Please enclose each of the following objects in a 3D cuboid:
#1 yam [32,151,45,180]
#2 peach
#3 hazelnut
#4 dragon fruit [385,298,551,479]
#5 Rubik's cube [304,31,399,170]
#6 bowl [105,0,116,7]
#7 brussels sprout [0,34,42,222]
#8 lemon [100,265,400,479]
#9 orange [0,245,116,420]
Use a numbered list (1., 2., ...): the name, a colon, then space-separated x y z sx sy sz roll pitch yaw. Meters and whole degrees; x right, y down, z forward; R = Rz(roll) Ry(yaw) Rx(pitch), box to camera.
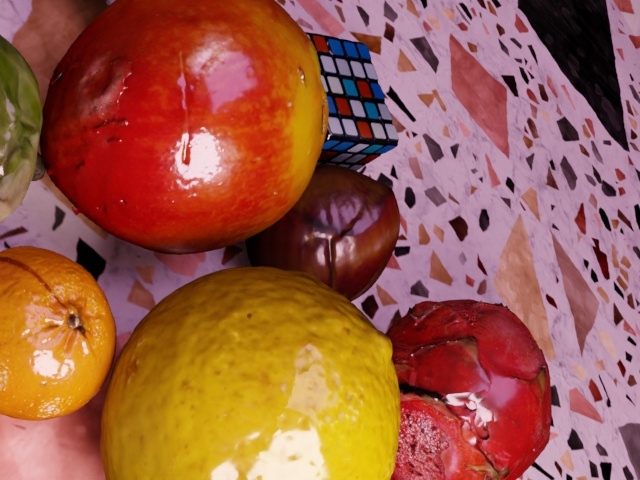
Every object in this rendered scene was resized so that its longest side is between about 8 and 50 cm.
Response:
1. yam: -0.380 -0.094 1.326 0.094 0.043 0.043 0 67 -49
2. peach: -0.174 -0.158 1.378 0.370 0.370 0.370 27 49 -36
3. hazelnut: 0.000 0.000 1.588 0.229 0.229 0.230 27 49 -36
4. dragon fruit: 0.190 0.228 1.582 0.296 0.295 0.302 51 25 -13
5. Rubik's cube: -0.020 -0.193 1.683 0.184 0.187 0.182 -1 68 -47
6. bowl: -0.173 -0.411 1.613 0.345 0.157 0.346 39 42 -47
7. brussels sprout: -0.408 -0.125 1.184 0.244 0.244 0.244 27 49 -36
8. lemon: -0.078 0.214 1.237 0.350 0.349 0.387 43 44 -21
9. orange: -0.309 0.098 1.190 0.193 0.161 0.193 32 41 -33
